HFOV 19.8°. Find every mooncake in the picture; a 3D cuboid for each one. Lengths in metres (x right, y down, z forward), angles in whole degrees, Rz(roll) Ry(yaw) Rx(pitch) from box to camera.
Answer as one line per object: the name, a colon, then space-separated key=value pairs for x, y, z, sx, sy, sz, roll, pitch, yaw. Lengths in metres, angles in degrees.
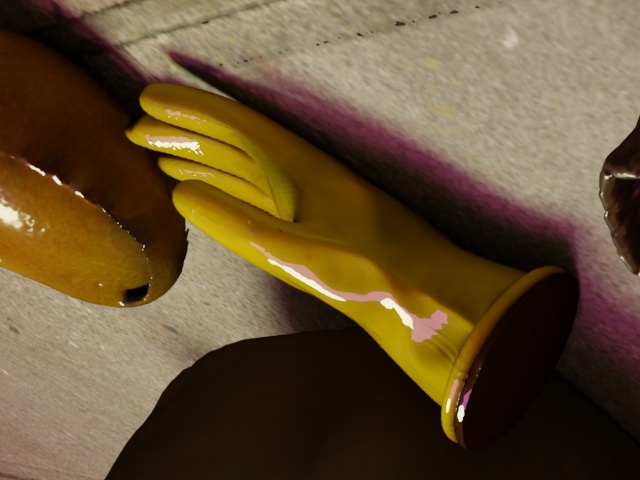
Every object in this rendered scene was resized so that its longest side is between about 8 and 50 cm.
mooncake: x=0.037 y=0.287 z=1.230 sx=0.467 sy=0.262 sz=0.467 roll=9 pitch=128 yaw=12

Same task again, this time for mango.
mango: x=-0.184 y=-0.044 z=1.202 sx=0.236 sy=0.136 sz=0.166 roll=40 pitch=156 yaw=-29

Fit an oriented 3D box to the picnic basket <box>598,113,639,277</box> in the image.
picnic basket: x=0.220 y=0.000 z=0.806 sx=0.193 sy=0.055 sz=0.110 roll=22 pitch=155 yaw=31

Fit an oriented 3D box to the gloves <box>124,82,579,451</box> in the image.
gloves: x=0.000 y=0.001 z=1.092 sx=0.294 sy=0.116 sz=0.133 roll=31 pitch=153 yaw=25
